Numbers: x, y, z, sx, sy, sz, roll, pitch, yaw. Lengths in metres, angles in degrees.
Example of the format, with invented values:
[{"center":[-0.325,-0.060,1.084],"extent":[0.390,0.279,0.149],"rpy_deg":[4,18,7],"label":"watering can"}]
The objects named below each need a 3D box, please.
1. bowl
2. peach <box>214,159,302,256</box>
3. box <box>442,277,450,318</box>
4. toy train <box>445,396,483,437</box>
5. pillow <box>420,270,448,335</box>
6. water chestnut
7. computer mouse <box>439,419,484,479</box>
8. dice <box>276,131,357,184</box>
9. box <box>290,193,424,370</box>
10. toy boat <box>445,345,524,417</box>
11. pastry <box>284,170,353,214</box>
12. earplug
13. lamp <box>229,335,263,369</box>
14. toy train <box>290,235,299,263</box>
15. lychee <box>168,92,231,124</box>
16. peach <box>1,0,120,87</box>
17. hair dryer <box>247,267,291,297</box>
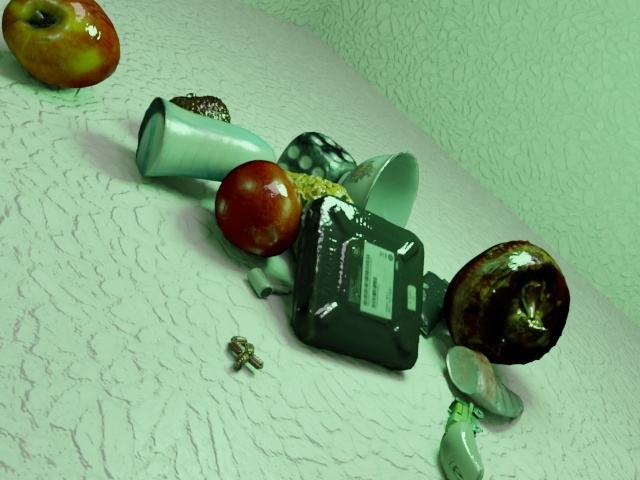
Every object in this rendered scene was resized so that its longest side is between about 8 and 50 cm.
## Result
[{"center":[0.132,-0.108,2.068],"extent":[0.157,0.346,0.345],"rpy_deg":[22,15,27],"label":"bowl"},{"center":[-0.139,-0.064,1.679],"extent":[0.243,0.199,0.244],"rpy_deg":[-14,90,-86],"label":"peach"},{"center":[0.411,0.214,2.109],"extent":[0.224,0.069,0.120],"rpy_deg":[44,24,13],"label":"box"},{"center":[0.324,0.407,1.639],"extent":[0.081,0.050,0.122],"rpy_deg":[30,24,2],"label":"toy train"},{"center":[0.296,0.166,1.996],"extent":[0.141,0.055,0.208],"rpy_deg":[45,42,15],"label":"pillow"},{"center":[0.496,0.181,1.886],"extent":[0.350,0.351,0.302],"rpy_deg":[25,8,-26],"label":"water chestnut"},{"center":[0.277,0.437,1.463],"extent":[0.056,0.089,0.182],"rpy_deg":[18,30,-16],"label":"computer mouse"},{"center":[-0.013,-0.202,2.147],"extent":[0.182,0.181,0.183],"rpy_deg":[42,24,18],"label":"dice"},{"center":[0.098,0.095,1.660],"extent":[0.350,0.091,0.360],"rpy_deg":[21,64,-33],"label":"box"},{"center":[0.440,0.382,1.830],"extent":[0.282,0.096,0.206],"rpy_deg":[37,15,-34],"label":"toy boat"},{"center":[-0.033,-0.101,1.819],"extent":[0.249,0.103,0.154],"rpy_deg":[24,34,37],"label":"pastry"},{"center":[-0.257,-0.218,1.752],"extent":[0.323,0.185,0.185],"rpy_deg":[9,34,-32],"label":"earplug"},{"center":[-0.145,0.209,1.362],"extent":[0.063,0.031,0.083],"rpy_deg":[19,25,-40],"label":"lamp"},{"center":[-0.002,0.007,1.866],"extent":[0.189,0.127,0.307],"rpy_deg":[-11,37,-8],"label":"toy train"},{"center":[-0.320,-0.294,1.883],"extent":[0.194,0.194,0.194],"rpy_deg":[31,23,-15],"label":"lychee"},{"center":[-0.622,-0.488,1.759],"extent":[0.280,0.238,0.281],"rpy_deg":[6,-4,0],"label":"peach"},{"center":[-0.105,0.101,1.625],"extent":[0.124,0.038,0.063],"rpy_deg":[18,28,-50],"label":"hair dryer"}]
